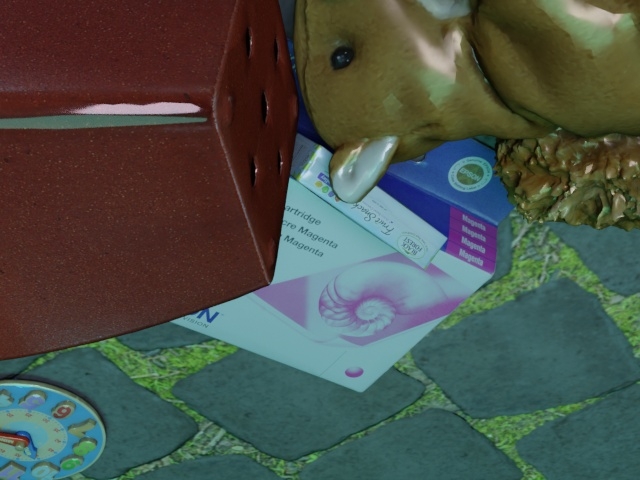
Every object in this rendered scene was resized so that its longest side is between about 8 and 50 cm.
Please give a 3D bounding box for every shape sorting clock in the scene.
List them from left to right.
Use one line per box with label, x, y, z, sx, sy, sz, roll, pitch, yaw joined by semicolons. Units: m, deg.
shape sorting clock;-0.381;0.250;1.095;0.206;0.040;0.206;-1;134;-1

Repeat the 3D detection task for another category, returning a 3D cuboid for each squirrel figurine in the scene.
squirrel figurine;0.182;-0.120;0.619;0.370;0.281;0.397;-21;128;26

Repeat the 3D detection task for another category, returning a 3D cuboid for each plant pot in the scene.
plant pot;-0.149;-0.087;0.583;0.235;0.267;0.267;1;144;10

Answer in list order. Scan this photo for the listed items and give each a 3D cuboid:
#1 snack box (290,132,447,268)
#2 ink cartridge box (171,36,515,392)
snack box;0.030;-0.037;0.733;0.141;0.100;0.037;34;95;-23
ink cartridge box;0.000;0.000;0.856;0.324;0.071;0.330;24;129;-22
